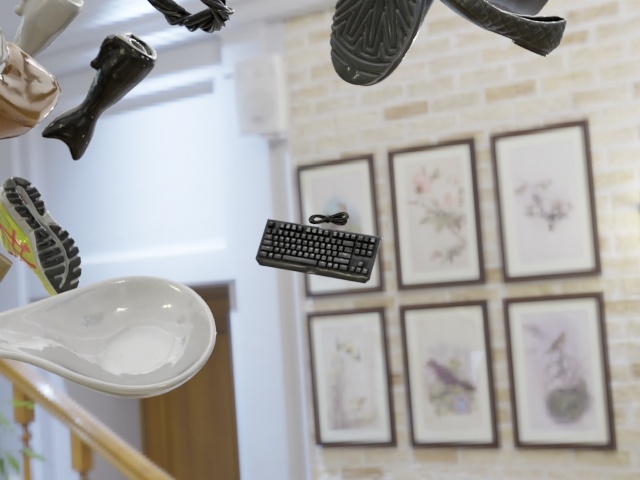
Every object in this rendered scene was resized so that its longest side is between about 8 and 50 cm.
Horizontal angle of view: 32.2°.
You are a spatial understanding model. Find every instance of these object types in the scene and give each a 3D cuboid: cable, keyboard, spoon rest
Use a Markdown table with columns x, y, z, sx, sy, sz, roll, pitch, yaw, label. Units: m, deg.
| x | y | z | sx | sy | sz | roll | pitch | yaw | label |
| --- | --- | --- | --- | --- | --- | --- | --- | --- | --- |
| -0.204 | -0.350 | 1.608 | 0.184 | 0.047 | 0.150 | 25 | -21 | 19 | cable |
| 0.000 | 0.000 | 1.645 | 0.180 | 0.108 | 0.023 | 10 | -27 | 17 | keyboard |
| -0.227 | 0.097 | 0.965 | 0.276 | 0.137 | 0.084 | -14 | -43 | -14 | spoon rest |

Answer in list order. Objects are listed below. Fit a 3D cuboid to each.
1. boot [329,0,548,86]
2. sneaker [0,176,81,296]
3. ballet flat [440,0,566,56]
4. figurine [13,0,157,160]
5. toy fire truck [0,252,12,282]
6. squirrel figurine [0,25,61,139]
| x | y | z | sx | sy | sz | roll | pitch | yaw | label |
| --- | --- | --- | --- | --- | --- | --- | --- | --- | --- |
| 0.232 | -0.427 | 1.877 | 0.146 | 0.367 | 0.445 | 33 | 23 | 29 | boot |
| -0.454 | 0.006 | 1.752 | 0.094 | 0.208 | 0.081 | -31 | -4 | 36 | sneaker |
| 0.193 | -0.253 | 1.215 | 0.173 | 0.049 | 0.057 | 19 | 16 | -26 | ballet flat |
| -0.389 | -0.252 | 1.652 | 0.215 | 0.209 | 0.092 | 34 | 14 | -19 | figurine |
| -0.556 | -0.046 | 1.612 | 0.246 | 0.158 | 0.217 | 13 | -38 | -44 | toy fire truck |
| -0.549 | -0.141 | 1.258 | 0.370 | 0.281 | 0.397 | -22 | 32 | 16 | squirrel figurine |
